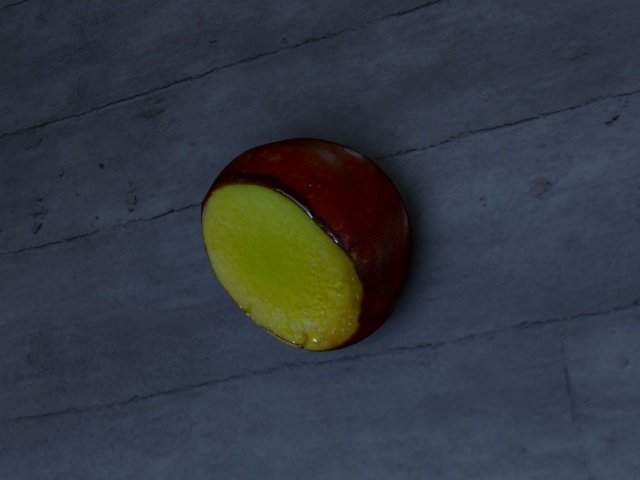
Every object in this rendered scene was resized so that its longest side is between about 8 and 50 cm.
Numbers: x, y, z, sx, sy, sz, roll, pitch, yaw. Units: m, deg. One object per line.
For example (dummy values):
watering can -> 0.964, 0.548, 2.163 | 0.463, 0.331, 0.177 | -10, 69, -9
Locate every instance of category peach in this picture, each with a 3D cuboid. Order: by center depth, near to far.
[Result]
peach -> 0.000, 0.000, 1.080 | 0.245, 0.249, 0.274 | -39, 65, -18
